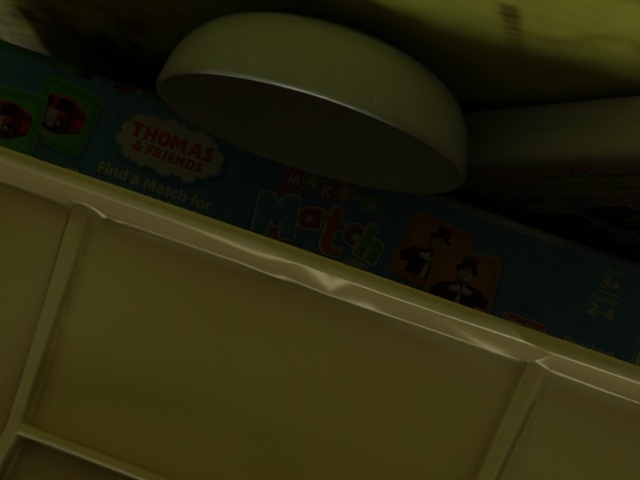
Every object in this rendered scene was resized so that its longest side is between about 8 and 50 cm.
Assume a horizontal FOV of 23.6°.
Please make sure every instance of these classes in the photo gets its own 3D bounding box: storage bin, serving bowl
[{"bbox_3d":[-0.011,0.077,0.465,0.260,0.123,0.262,19,174,11],"label":"storage bin"},{"bbox_3d":[0.001,-0.039,0.397,0.083,0.027,0.083,16,170,3],"label":"serving bowl"}]

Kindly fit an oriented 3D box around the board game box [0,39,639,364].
[{"bbox_3d":[0.000,0.000,0.523,0.211,0.039,0.160,21,174,6],"label":"board game box"}]

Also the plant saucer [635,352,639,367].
[{"bbox_3d":[0.240,0.110,0.664,0.332,0.081,0.332,26,166,-40],"label":"plant saucer"}]

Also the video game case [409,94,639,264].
[{"bbox_3d":[0.116,-0.005,0.420,0.143,0.019,0.157,23,169,-30],"label":"video game case"}]
